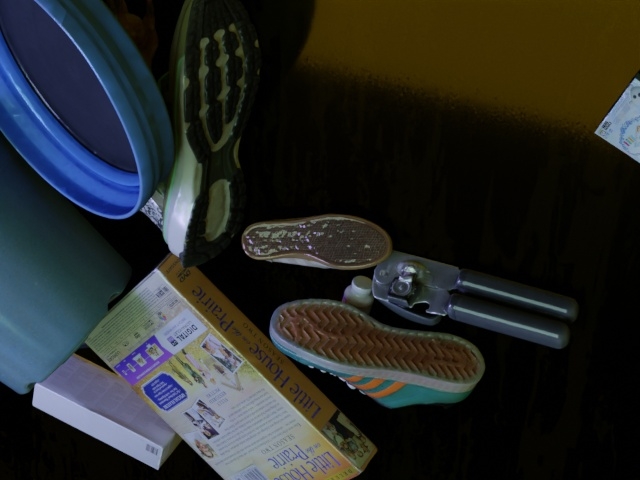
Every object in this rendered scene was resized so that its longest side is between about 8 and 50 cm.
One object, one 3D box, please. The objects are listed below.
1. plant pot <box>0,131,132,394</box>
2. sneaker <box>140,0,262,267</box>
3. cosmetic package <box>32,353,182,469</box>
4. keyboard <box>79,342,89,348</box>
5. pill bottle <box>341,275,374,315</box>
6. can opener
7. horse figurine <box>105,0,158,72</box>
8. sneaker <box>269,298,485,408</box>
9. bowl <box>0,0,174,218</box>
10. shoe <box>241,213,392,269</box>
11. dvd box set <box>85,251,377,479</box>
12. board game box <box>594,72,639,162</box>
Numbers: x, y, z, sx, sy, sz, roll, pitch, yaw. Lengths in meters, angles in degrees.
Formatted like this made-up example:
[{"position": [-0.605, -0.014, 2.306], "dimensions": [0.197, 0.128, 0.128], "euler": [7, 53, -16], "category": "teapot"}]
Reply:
[{"position": [-0.480, 0.026, 1.996], "dimensions": [0.334, 0.341, 0.341], "euler": [42, 130, -13], "category": "plant pot"}, {"position": [-0.202, -0.164, 1.837], "dimensions": [0.182, 0.158, 0.410], "euler": [26, 125, 26], "category": "sneaker"}, {"position": [-0.338, 0.274, 2.202], "dimensions": [0.239, 0.099, 0.060], "euler": [25, 130, 12], "category": "cosmetic package"}, {"position": [-0.449, 0.138, 2.222], "dimensions": [0.180, 0.023, 0.108], "euler": [-9, 114, 31], "category": "keyboard"}, {"position": [0.051, 0.091, 1.917], "dimensions": [0.043, 0.043, 0.083], "euler": [24, 127, 12], "category": "pill bottle"}, {"position": [0.205, 0.086, 1.832], "dimensions": [0.283, 0.076, 0.095], "euler": [16, 157, 18], "category": "can opener"}, {"position": [-0.269, -0.295, 1.787], "dimensions": [0.263, 0.066, 0.174], "euler": [41, 145, 47], "category": "horse figurine"}, {"position": [0.068, 0.173, 1.885], "dimensions": [0.302, 0.108, 0.121], "euler": [16, 140, -4], "category": "sneaker"}, {"position": [-0.338, -0.207, 1.748], "dimensions": [0.391, 0.077, 0.391], "euler": [36, 150, 24], "category": "bowl"}, {"position": [0.000, 0.000, 1.886], "dimensions": [0.219, 0.058, 0.077], "euler": [4, 90, 21], "category": "shoe"}, {"position": [-0.146, 0.227, 2.051], "dimensions": [0.420, 0.062, 0.307], "euler": [45, 142, -5], "category": "dvd box set"}, {"position": [0.388, -0.138, 1.612], "dimensions": [0.090, 0.020, 0.090], "euler": [35, 129, 4], "category": "board game box"}]
